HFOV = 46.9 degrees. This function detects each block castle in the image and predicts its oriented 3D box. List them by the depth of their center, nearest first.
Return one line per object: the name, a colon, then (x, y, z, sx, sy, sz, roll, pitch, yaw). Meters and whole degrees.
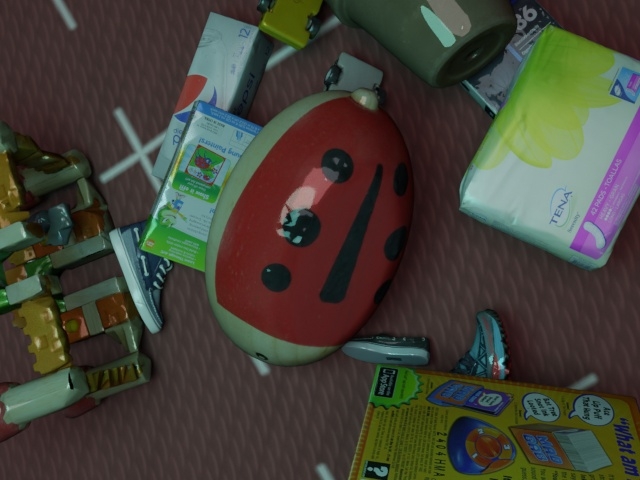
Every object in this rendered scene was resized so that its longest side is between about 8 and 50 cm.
block castle: (-0.465, 0.065, 1.159, 0.213, 0.303, 0.453, -21, 83, 10)

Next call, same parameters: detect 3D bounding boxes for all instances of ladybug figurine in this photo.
ladybug figurine: (0.000, 0.000, 1.070, 0.305, 0.162, 0.449, 6, 112, -28)

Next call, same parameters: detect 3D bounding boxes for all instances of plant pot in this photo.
plant pot: (0.163, -0.354, 1.075, 0.263, 0.263, 0.229, -34, 76, 7)

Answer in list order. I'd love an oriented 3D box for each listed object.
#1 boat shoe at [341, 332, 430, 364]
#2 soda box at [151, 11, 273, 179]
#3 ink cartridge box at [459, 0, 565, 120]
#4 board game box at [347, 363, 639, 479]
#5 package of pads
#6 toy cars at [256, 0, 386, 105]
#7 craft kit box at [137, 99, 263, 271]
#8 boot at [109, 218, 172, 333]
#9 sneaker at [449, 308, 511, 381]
boat shoe: (0.106, 0.171, 1.182, 0.142, 0.049, 0.040, 5, 55, 12)
soda box: (-0.177, -0.220, 1.224, 0.091, 0.098, 0.286, 21, 92, 11)
ink cartridge box: (0.324, -0.257, 1.152, 0.165, 0.065, 0.332, -43, 80, 6)
board game box: (0.213, 0.419, 0.931, 0.357, 0.356, 0.356, 6, 113, 11)
package of pads: (0.353, -0.133, 1.059, 0.229, 0.101, 0.296, 25, 92, 10)
toy cars: (-0.007, -0.295, 1.199, 0.177, 0.087, 0.393, -19, 85, -26)
craft kit box: (-0.127, -0.060, 1.170, 0.250, 0.061, 0.246, 22, 89, -20)
boot: (-0.283, 0.057, 1.247, 0.086, 0.069, 0.189, -21, 92, -8)
sneaker: (0.225, 0.233, 1.125, 0.125, 0.104, 0.261, 4, 88, 13)
